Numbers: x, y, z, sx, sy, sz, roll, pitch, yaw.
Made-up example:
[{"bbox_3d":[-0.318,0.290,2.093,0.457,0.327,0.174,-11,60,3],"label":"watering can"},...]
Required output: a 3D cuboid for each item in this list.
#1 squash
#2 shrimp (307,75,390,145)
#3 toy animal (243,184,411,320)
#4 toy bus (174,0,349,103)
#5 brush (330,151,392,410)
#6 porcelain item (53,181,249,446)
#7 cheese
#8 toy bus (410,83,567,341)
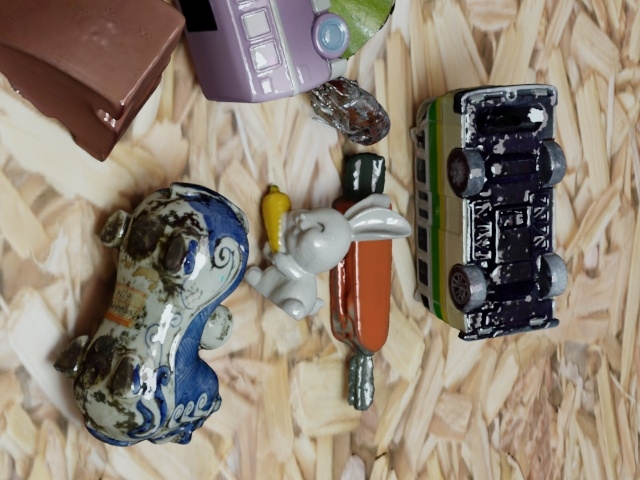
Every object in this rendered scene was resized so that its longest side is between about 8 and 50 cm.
[{"bbox_3d":[0.005,-0.283,1.440,0.132,0.105,0.105,39,73,-24],"label":"squash"},{"bbox_3d":[0.023,-0.162,1.489,0.165,0.065,0.056,30,47,-33],"label":"shrimp"},{"bbox_3d":[0.000,0.000,1.465,0.181,0.131,0.127,-53,136,2],"label":"toy animal"},{"bbox_3d":[-0.070,-0.252,1.330,0.142,0.142,0.202,-24,109,-26],"label":"toy bus"},{"bbox_3d":[0.048,0.052,1.555,0.070,0.051,0.323,-4,97,-45],"label":"brush"},{"bbox_3d":[-0.154,0.085,1.342,0.186,0.138,0.288,24,84,-50],"label":"porcelain item"},{"bbox_3d":[-0.210,-0.170,1.219,0.203,0.177,0.128,47,69,-34],"label":"cheese"},{"bbox_3d":[0.202,-0.046,1.575,0.143,0.179,0.305,-8,103,-22],"label":"toy bus"}]
